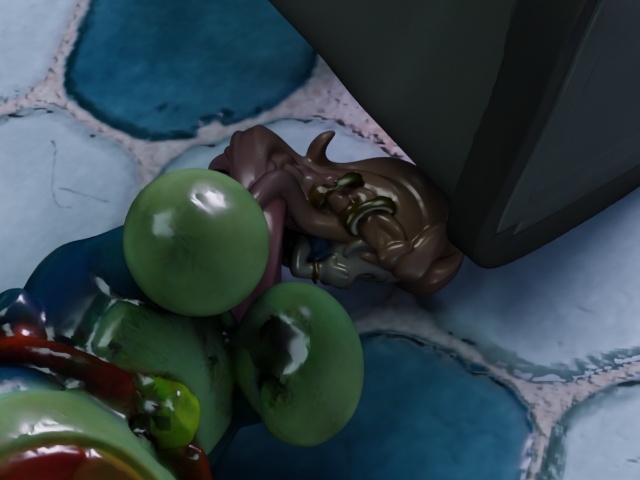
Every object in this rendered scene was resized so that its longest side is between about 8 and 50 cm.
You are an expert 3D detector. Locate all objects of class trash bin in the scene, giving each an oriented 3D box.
[{"bbox_3d":[0.080,-0.159,0.993,0.250,0.219,0.220,44,43,20],"label":"trash bin"}]

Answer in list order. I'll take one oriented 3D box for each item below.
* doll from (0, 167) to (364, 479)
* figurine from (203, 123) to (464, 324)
[{"bbox_3d":[-0.122,0.127,0.857,0.186,0.198,0.322,-11,32,47],"label":"doll"},{"bbox_3d":[-0.006,-0.008,1.011,0.157,0.114,0.126,-21,3,-5],"label":"figurine"}]
